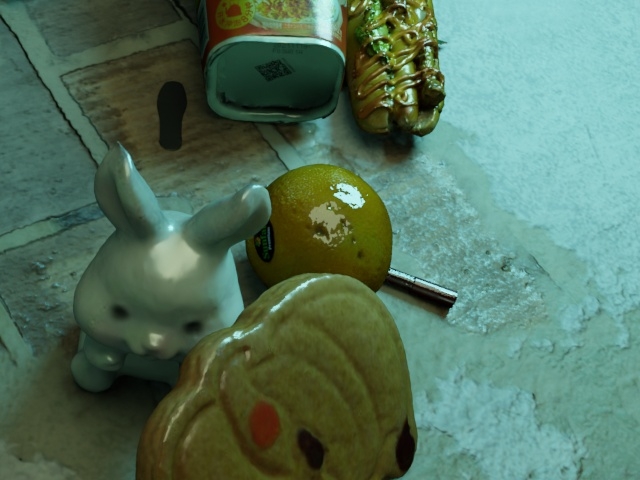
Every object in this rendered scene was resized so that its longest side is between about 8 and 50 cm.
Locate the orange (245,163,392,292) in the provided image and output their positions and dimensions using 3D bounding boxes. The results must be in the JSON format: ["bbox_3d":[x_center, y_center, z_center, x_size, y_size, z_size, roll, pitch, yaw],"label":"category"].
[{"bbox_3d":[0.000,0.000,1.548,0.206,0.206,0.206,9,53,-11],"label":"orange"}]

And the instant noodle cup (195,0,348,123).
[{"bbox_3d":[-0.072,-0.353,1.753,0.293,0.294,0.308,5,61,-14],"label":"instant noodle cup"}]

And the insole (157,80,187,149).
[{"bbox_3d":[-0.217,-0.184,1.733,0.045,0.002,0.135,5,53,-13],"label":"insole"}]

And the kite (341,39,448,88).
[{"bbox_3d":[0.051,-0.310,1.902,0.321,0.016,0.234,-26,66,-31],"label":"kite"}]

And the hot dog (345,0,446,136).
[{"bbox_3d":[0.111,-0.310,1.837,0.158,0.117,0.349,5,53,-10],"label":"hot dog"}]

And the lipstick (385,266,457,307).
[{"bbox_3d":[0.105,0.052,1.645,0.176,0.027,0.027,21,51,0],"label":"lipstick"}]

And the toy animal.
[{"bbox_3d":[-0.176,0.035,1.364,0.196,0.368,0.241,9,64,-7],"label":"toy animal"}]

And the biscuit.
[{"bbox_3d":[-0.036,0.231,1.301,0.455,0.078,0.350,-53,124,-37],"label":"biscuit"}]
